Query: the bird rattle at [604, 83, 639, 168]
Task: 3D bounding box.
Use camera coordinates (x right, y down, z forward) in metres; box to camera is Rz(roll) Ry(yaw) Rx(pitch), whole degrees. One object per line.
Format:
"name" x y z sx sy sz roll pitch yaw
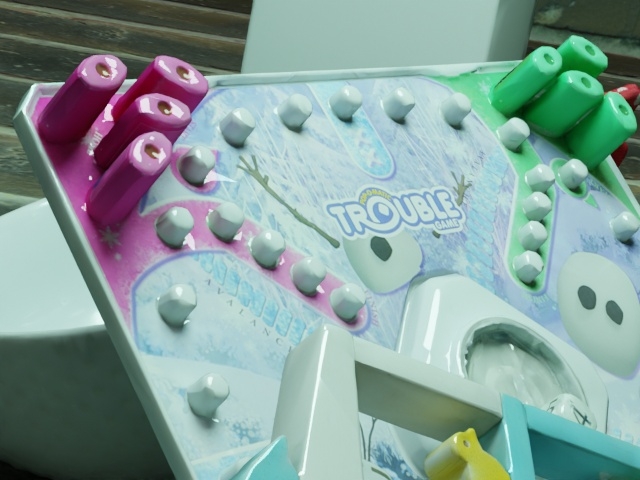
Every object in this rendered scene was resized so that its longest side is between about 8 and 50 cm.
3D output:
"bird rattle" 0.150 0.040 1.067 0.143 0.253 0.207 9 31 10

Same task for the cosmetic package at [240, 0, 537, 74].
"cosmetic package" 0.059 -0.170 1.475 0.217 0.385 0.156 13 16 17

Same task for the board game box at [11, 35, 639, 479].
"board game box" 0.095 0.071 0.813 0.390 0.050 0.390 -9 65 -45

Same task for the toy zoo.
"toy zoo" 0.079 0.146 0.669 0.293 0.030 0.192 22 45 -28

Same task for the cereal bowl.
"cereal bowl" -0.059 0.050 1.007 0.339 0.141 0.339 -10 16 3
